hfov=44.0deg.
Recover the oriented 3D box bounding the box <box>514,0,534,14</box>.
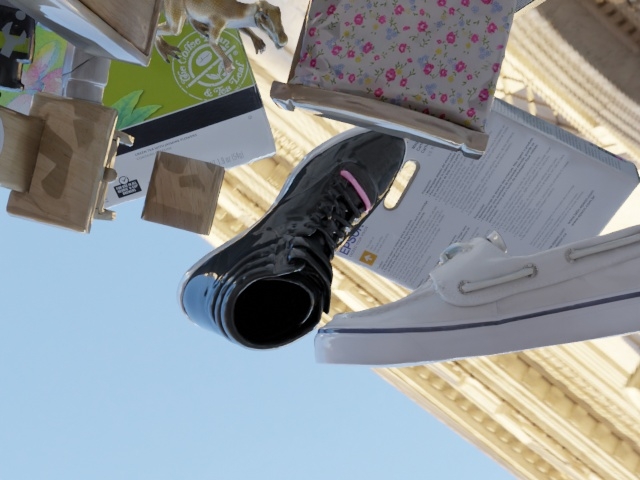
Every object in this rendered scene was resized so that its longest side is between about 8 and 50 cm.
[{"bbox_3d":[0.226,-0.300,1.056,0.191,0.184,0.045,-29,-83,30],"label":"box"}]

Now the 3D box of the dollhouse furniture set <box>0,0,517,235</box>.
[{"bbox_3d":[0.010,-0.121,0.439,0.356,0.174,0.303,14,-90,6],"label":"dollhouse furniture set"}]

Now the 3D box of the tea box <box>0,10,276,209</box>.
[{"bbox_3d":[-0.272,-0.248,1.111,0.329,0.220,0.323,-20,-55,-2],"label":"tea box"}]

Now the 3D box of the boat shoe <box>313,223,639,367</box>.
[{"bbox_3d":[0.122,0.036,0.561,0.268,0.096,0.088,-11,-100,16],"label":"boat shoe"}]

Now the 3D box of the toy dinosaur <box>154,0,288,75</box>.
[{"bbox_3d":[-0.100,-0.179,0.587,0.183,0.092,0.053,23,-119,6],"label":"toy dinosaur"}]

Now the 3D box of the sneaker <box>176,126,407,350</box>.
[{"bbox_3d":[0.000,0.001,0.774,0.296,0.147,0.104,-42,-62,-9],"label":"sneaker"}]

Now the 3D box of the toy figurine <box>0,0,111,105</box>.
[{"bbox_3d":[-0.297,-0.207,0.709,0.210,0.213,0.148,10,-86,19],"label":"toy figurine"}]

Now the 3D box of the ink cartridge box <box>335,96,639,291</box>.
[{"bbox_3d":[0.229,-0.044,1.162,0.330,0.071,0.324,26,-56,-3],"label":"ink cartridge box"}]
